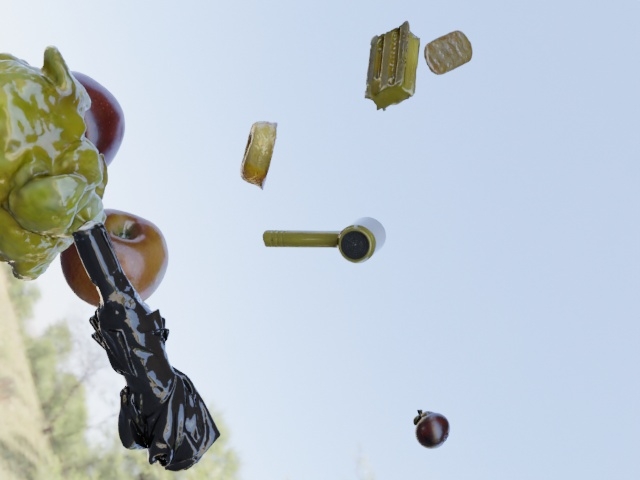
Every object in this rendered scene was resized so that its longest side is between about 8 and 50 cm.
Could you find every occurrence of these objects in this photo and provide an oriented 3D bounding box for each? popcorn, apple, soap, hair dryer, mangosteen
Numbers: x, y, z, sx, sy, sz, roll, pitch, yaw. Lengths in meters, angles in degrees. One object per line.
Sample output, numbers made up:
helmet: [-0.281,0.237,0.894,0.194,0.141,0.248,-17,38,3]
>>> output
popcorn: [-0.477,-0.127,1.505,0.334,0.293,0.292,60,-9,7]
apple: [-0.495,-0.223,1.893,0.201,0.218,0.218,-90,170,-68]
apple: [-0.491,0.038,2.302,0.253,0.253,0.254,55,-25,41]
soap: [0.200,-0.482,2.659,0.135,0.076,0.233,-18,-128,35]
hair dryer: [0.000,0.000,2.179,0.135,0.278,0.090,-36,124,-72]
mangosteen: [0.233,0.400,2.030,0.081,0.081,0.081,55,-25,41]

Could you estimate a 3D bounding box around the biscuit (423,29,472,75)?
biscuit: [0.254,-0.373,1.906,0.018,0.147,0.071,-14,-78,49]

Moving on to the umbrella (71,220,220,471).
umbrella: [-0.220,0.132,1.149,0.118,0.118,0.340,38,-32,59]

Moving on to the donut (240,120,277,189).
donut: [-0.159,-0.223,2.462,0.190,0.074,0.174,138,-34,-81]
